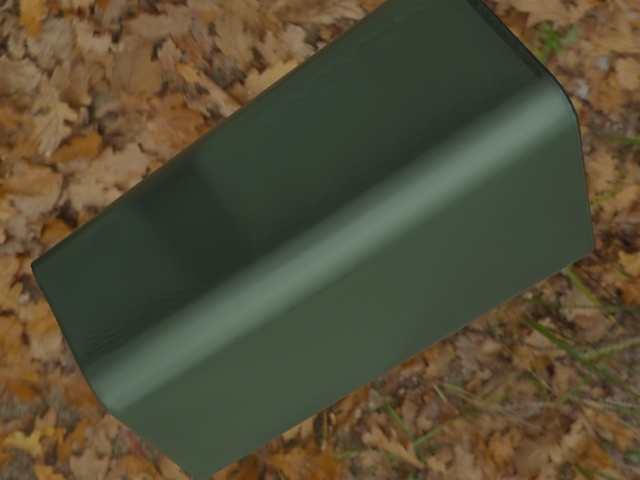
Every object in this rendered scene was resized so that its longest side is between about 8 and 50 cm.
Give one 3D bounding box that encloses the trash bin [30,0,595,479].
[{"bbox_3d":[0.000,0.000,0.823,0.343,0.158,0.223,-32,149,0],"label":"trash bin"}]
